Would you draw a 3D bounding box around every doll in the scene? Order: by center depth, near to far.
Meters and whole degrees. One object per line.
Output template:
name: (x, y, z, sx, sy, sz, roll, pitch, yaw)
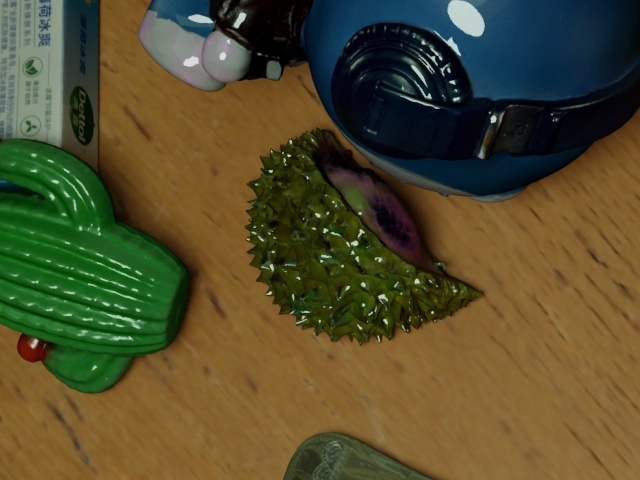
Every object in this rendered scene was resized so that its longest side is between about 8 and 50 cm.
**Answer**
doll: (0.068, -0.153, 1.204, 0.310, 0.284, 0.240, 29, 129, 17)

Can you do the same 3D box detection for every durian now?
durian: (0.000, -0.002, 1.255, 0.119, 0.108, 0.186, -42, 69, 4)

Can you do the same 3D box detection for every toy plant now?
toy plant: (-0.204, 0.004, 1.302, 0.240, 0.088, 0.154, 40, 118, 1)

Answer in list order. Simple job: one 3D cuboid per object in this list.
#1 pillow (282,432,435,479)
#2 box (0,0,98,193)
pillow: (0.064, 0.213, 1.222, 0.218, 0.033, 0.130, 17, 81, 21)
box: (-0.241, -0.128, 1.382, 0.139, 0.073, 0.194, -5, 75, 16)
